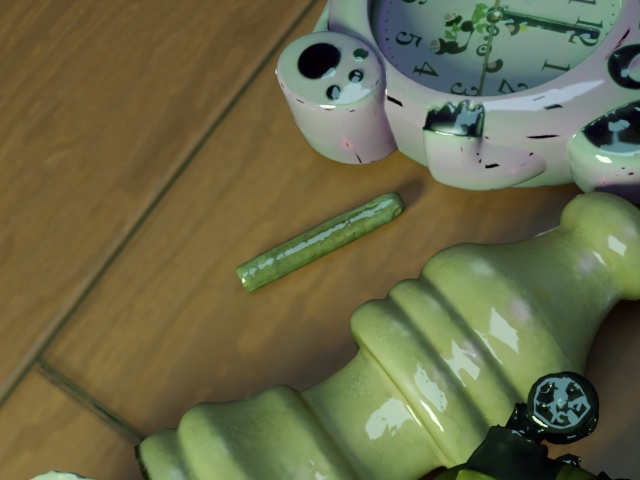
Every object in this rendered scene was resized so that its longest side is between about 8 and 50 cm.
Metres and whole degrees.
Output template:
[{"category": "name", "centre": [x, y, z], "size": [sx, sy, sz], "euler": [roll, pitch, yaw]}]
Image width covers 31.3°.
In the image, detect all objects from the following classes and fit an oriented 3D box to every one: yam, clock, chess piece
[{"category": "yam", "centre": [0.000, 0.000, 0.725], "size": [0.116, 0.021, 0.021], "euler": [-27, 59, 3]}, {"category": "clock", "centre": [0.120, -0.134, 0.723], "size": [0.248, 0.090, 0.227], "euler": [17, 69, 22]}, {"category": "chess piece", "centre": [0.061, 0.081, 0.617], "size": [0.307, 0.124, 0.139], "euler": [-35, 16, -7]}]

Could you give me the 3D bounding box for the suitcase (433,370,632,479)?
[{"category": "suitcase", "centre": [0.084, 0.193, 0.497], "size": [0.143, 0.194, 0.234], "euler": [24, 74, 20]}]

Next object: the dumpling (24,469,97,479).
[{"category": "dumpling", "centre": [-0.121, 0.200, 0.601], "size": [0.127, 0.108, 0.188], "euler": [-39, 86, 0]}]
